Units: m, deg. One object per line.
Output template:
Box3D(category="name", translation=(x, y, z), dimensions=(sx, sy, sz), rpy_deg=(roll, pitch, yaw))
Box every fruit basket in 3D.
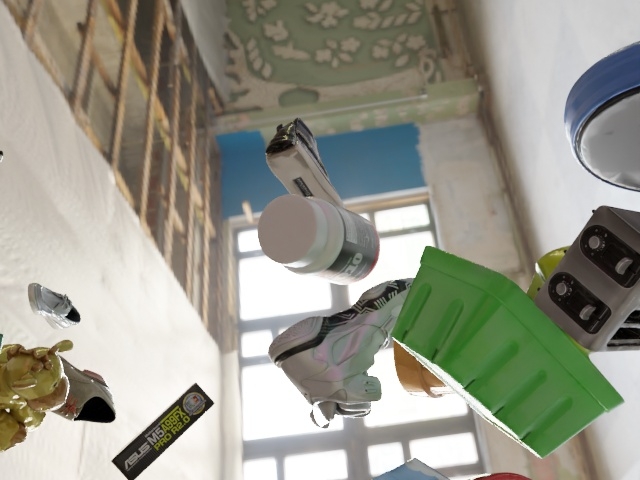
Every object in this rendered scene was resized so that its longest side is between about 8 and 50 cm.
Box3D(category="fruit basket", translation=(0.360, 0.125, 1.201), dimensions=(0.283, 0.391, 0.392), rpy_deg=(-153, 51, -64))

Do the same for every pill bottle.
Box3D(category="pill bottle", translation=(0.000, 0.000, 1.494), dimensions=(0.283, 0.161, 0.161), rpy_deg=(17, -118, -61))

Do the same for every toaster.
Box3D(category="toaster", translation=(0.402, 0.053, 0.954), dimensions=(0.110, 0.185, 0.168), rpy_deg=(54, 127, 42))

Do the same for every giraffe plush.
Box3D(category="giraffe plush", translation=(-0.490, 0.232, 1.199), dimensions=(0.210, 0.170, 0.182), rpy_deg=(53, -153, -44))

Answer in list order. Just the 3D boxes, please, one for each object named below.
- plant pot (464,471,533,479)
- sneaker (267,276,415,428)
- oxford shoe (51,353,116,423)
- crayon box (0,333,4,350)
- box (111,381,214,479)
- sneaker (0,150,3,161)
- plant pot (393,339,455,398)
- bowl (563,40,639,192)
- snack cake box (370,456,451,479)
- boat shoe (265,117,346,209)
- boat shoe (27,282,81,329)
Box3D(category="plant pot", translation=(0.256, 0.459, 1.109), dimensions=(0.174, 0.191, 0.191), rpy_deg=(124, 142, -64))
Box3D(category="sneaker", translation=(0.095, 0.225, 1.458), dimensions=(0.210, 0.365, 0.137), rpy_deg=(60, 159, 21))
Box3D(category="oxford shoe", translation=(-0.626, 0.361, 1.748), dimensions=(0.130, 0.123, 0.348), rpy_deg=(39, -175, 40))
Box3D(category="crayon box", translation=(-0.474, 0.187, 0.751), dimensions=(0.165, 0.278, 0.081), rpy_deg=(29, -161, -28))
Box3D(category="box", translation=(-0.326, 0.393, 1.515), dimensions=(0.060, 0.216, 0.270), rpy_deg=(47, 164, 0))
Box3D(category="sneaker", translation=(-0.458, -0.130, 0.958), dimensions=(0.083, 0.037, 0.032), rpy_deg=(45, -168, -37))
Box3D(category="plant pot", translation=(0.327, 0.234, 1.692), dimensions=(0.290, 0.203, 0.291), rpy_deg=(-5, -84, -53))
Box3D(category="bowl", translation=(0.615, -0.195, 1.223), dimensions=(0.391, 0.390, 0.077), rpy_deg=(75, -158, -63))
Box3D(category="snack cake box", translation=(0.148, 0.335, 0.649), dimensions=(0.089, 0.264, 0.152), rpy_deg=(-3, -66, -51))
Box3D(category="boat shoe", translation=(-0.015, -0.147, 1.799), dimensions=(0.158, 0.127, 0.341), rpy_deg=(-80, -31, -50))
Box3D(category="boat shoe", translation=(-0.676, 0.164, 1.856), dimensions=(0.227, 0.081, 0.079), rpy_deg=(84, 175, -63))
